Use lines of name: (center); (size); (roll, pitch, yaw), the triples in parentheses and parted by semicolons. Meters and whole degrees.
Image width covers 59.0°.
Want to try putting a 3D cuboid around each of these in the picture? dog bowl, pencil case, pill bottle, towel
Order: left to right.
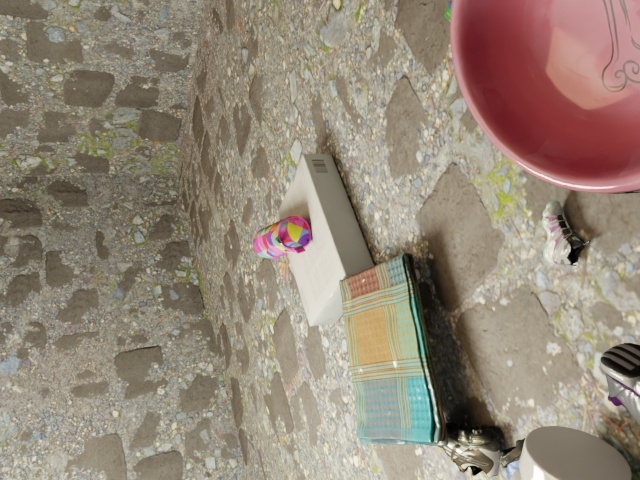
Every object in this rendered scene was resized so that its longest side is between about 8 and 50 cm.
pencil case: (-0.108, -0.003, 1.541); (0.236, 0.105, 0.104); (166, 98, -67)
towel: (0.132, 0.235, 1.175); (0.271, 0.040, 0.369); (-30, 64, 55)
pill bottle: (0.340, 0.425, 0.804); (0.161, 0.162, 0.283); (-146, 55, -59)
dog bowl: (0.316, -0.233, 0.612); (0.408, 0.151, 0.407); (40, 144, 38)

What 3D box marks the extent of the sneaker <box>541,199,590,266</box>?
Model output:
sneaker: (0.363, -0.009, 0.828); (0.069, 0.038, 0.098); (17, 119, 62)

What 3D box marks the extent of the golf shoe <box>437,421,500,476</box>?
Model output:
golf shoe: (0.260, 0.396, 1.069); (0.198, 0.077, 0.093); (152, 110, -64)

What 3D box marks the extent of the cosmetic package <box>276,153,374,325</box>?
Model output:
cosmetic package: (0.000, 0.000, 1.530); (0.284, 0.098, 0.377); (-57, 44, 50)

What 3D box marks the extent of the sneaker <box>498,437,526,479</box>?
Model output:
sneaker: (0.328, 0.393, 0.941); (0.084, 0.058, 0.152); (51, 134, 42)

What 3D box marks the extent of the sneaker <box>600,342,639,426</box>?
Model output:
sneaker: (0.442, 0.213, 0.678); (0.224, 0.083, 0.098); (-135, 26, -60)

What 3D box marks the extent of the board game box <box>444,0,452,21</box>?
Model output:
board game box: (0.288, -0.381, 0.919); (0.136, 0.035, 0.201); (110, 146, -42)
